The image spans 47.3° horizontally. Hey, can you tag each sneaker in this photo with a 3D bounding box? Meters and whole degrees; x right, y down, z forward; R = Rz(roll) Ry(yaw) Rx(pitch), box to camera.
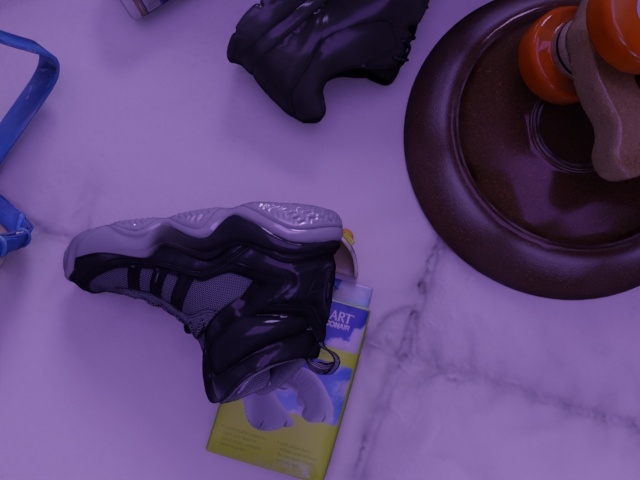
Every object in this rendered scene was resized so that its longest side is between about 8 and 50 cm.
[{"bbox_3d":[-0.105,0.057,0.602,0.268,0.101,0.153,-8,82,26],"label":"sneaker"},{"bbox_3d":[0.055,-0.221,0.683,0.286,0.109,0.130,-39,93,2],"label":"sneaker"}]

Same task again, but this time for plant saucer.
[{"bbox_3d":[0.235,-0.101,0.682,0.310,0.050,0.311,0,81,1],"label":"plant saucer"}]

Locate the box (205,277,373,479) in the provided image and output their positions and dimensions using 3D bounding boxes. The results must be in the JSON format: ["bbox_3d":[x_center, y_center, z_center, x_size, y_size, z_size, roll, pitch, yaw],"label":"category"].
[{"bbox_3d":[-0.024,0.114,0.655,0.109,0.042,0.178,16,83,2],"label":"box"}]

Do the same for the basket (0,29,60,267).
[{"bbox_3d":[-0.345,-0.056,0.576,0.201,0.255,0.289,39,95,8],"label":"basket"}]

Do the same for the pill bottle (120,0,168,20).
[{"bbox_3d":[-0.146,-0.269,0.697,0.120,0.067,0.067,-34,83,-4],"label":"pill bottle"}]

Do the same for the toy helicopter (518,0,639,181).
[{"bbox_3d":[0.341,-0.084,0.610,0.235,0.140,0.355,-23,93,-12],"label":"toy helicopter"}]

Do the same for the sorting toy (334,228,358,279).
[{"bbox_3d":[0.000,0.000,0.654,0.083,0.075,0.045,16,82,2],"label":"sorting toy"}]
